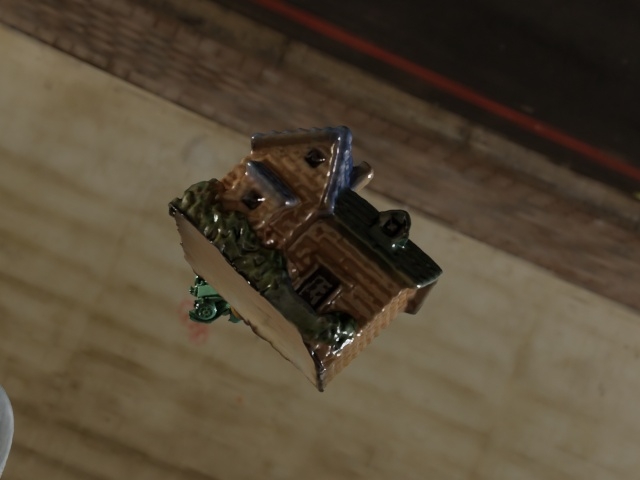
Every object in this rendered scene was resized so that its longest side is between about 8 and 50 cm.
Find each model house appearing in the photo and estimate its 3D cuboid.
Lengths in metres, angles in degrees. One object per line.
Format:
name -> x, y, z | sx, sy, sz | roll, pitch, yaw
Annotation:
model house -> 0.000, 0.000, 1.151 | 0.183, 0.172, 0.166 | 46, 166, 13

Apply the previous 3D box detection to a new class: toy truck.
toy truck -> -0.107, 0.083, 1.970 | 0.154, 0.080, 0.078 | -9, 129, 3

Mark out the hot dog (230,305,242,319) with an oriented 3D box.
hot dog -> -0.082, 0.064, 1.656 | 0.044, 0.028, 0.137 | 45, 155, -2

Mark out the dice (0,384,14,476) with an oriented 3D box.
dice -> -0.504, 0.243, 1.704 | 0.193, 0.194, 0.192 | -17, 136, 38
